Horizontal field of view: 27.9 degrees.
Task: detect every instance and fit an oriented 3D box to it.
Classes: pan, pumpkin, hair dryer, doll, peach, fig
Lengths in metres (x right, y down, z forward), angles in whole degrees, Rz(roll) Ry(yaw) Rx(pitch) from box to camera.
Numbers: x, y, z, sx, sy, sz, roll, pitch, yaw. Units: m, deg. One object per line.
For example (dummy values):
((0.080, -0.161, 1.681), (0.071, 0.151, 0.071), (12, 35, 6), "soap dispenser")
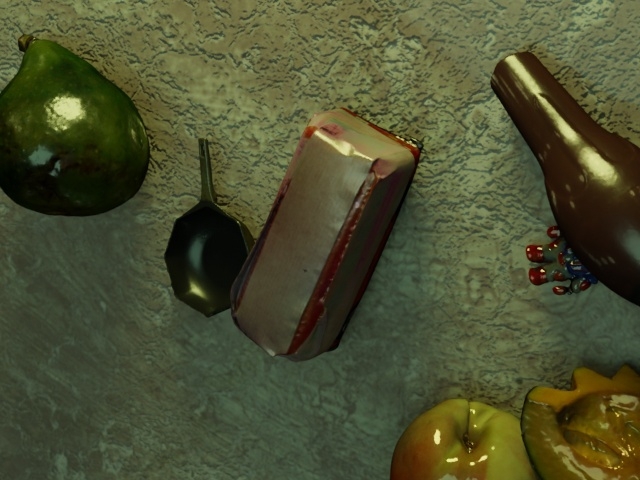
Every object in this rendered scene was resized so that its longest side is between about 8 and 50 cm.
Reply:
((-0.115, -0.010, 1.559), (0.128, 0.048, 0.202), (29, 110, 25), "pan")
((0.356, 0.230, 1.419), (0.254, 0.130, 0.149), (10, 115, 20), "pumpkin")
((0.379, -0.121, 1.317), (0.340, 0.123, 0.312), (-29, 66, 5), "hair dryer")
((0.319, 0.011, 1.401), (0.195, 0.062, 0.104), (-10, 59, 28), "doll")
((0.167, 0.276, 1.477), (0.184, 0.184, 0.184), (6, 107, 19), "peach")
((-0.309, -0.144, 1.530), (0.195, 0.195, 0.244), (-17, 79, 24), "fig")

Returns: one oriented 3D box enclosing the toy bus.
((0.000, 0.000, 1.476), (0.127, 0.147, 0.302), (31, 113, 16), "toy bus")
